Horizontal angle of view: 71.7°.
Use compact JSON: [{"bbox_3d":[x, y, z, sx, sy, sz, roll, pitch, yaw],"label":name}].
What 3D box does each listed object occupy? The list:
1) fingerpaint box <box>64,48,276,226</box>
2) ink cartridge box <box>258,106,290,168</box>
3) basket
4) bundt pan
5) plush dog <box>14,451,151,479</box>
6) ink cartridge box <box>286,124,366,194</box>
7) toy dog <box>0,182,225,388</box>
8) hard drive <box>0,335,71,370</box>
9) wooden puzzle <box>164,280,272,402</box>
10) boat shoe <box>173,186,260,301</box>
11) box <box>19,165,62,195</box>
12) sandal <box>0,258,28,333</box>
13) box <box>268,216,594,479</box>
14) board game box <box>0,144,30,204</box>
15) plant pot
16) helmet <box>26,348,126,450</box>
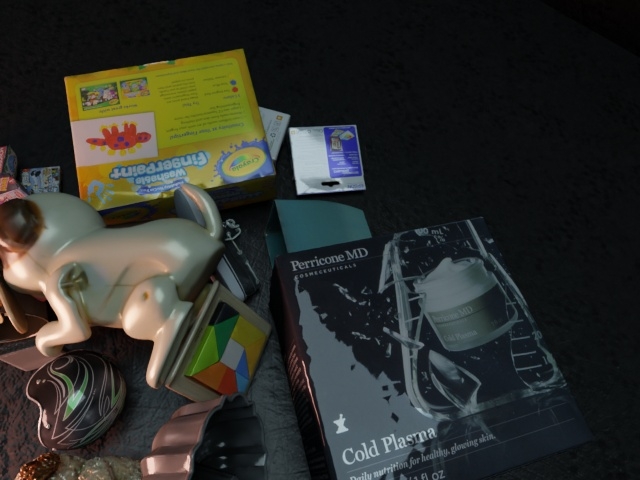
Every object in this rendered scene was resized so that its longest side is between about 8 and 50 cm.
[{"bbox_3d":[-0.368,-0.252,1.130,0.444,0.163,0.372,-14,75,-9],"label":"fingerpaint box"},{"bbox_3d":[-0.286,-0.333,1.291,0.370,0.069,0.176,16,62,-3],"label":"ink cartridge box"},{"bbox_3d":[-0.696,0.087,0.960,0.204,0.154,0.227,-3,59,-19],"label":"basket"},{"bbox_3d":[-0.205,0.437,0.769,0.124,0.331,0.331,-6,61,14],"label":"bundt pan"},{"bbox_3d":[-0.426,0.451,0.788,0.225,0.263,0.211,17,27,-10],"label":"plush dog"},{"bbox_3d":[0.016,-0.230,1.286,0.206,0.045,0.209,-5,76,-11],"label":"ink cartridge box"},{"bbox_3d":[-0.421,0.048,0.865,0.407,0.284,0.396,19,103,-2],"label":"toy dog"},{"bbox_3d":[-0.582,0.230,0.904,0.094,0.135,0.022,-14,65,-15],"label":"hard drive"},{"bbox_3d":[-0.190,0.233,0.917,0.044,0.239,0.221,1,55,31],"label":"wooden puzzle"},{"bbox_3d":[-0.231,0.003,1.035,0.105,0.113,0.307,-35,105,-31],"label":"boat shoe"},{"bbox_3d":[-0.716,-0.125,1.134,0.093,0.027,0.137,-7,64,-13],"label":"box"},{"bbox_3d":[-0.636,0.098,0.840,0.079,0.088,0.240,-27,64,-24],"label":"sandal"},{"bbox_3d":[0.177,0.253,0.927,0.479,0.297,0.472,-11,63,-14],"label":"box"},{"bbox_3d":[-0.809,-0.136,1.088,0.194,0.060,0.194,-9,62,-2],"label":"board game box"},{"bbox_3d":[0.000,0.000,1.107,0.234,0.166,0.166,-7,63,-20],"label":"plant pot"},{"bbox_3d":[-0.468,0.313,0.865,0.169,0.169,0.161,-38,57,-24],"label":"helmet"}]
